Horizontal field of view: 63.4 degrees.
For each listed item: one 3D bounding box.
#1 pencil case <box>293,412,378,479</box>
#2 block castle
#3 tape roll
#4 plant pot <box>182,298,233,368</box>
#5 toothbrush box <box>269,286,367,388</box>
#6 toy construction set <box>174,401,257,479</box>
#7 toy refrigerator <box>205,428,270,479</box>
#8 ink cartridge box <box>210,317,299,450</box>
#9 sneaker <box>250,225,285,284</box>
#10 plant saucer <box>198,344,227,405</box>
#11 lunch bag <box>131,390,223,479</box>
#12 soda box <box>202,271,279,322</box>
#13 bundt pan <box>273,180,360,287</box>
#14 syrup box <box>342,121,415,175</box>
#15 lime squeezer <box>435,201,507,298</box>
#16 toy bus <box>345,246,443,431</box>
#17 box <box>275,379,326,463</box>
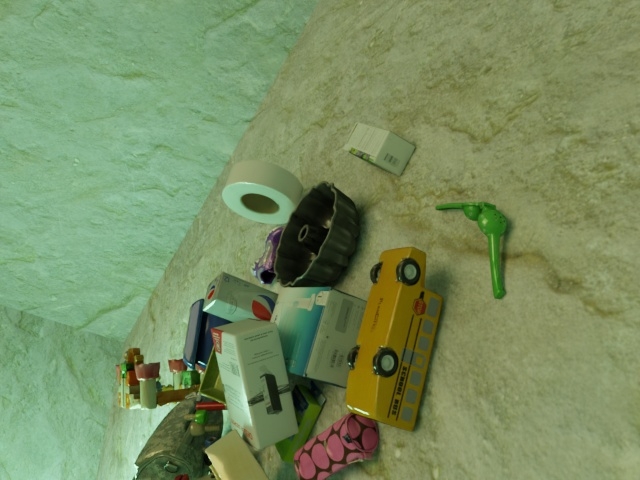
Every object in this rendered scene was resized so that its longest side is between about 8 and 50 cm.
[{"bbox_3d":[0.029,0.442,1.079,0.209,0.095,0.098,-49,49,36],"label":"pencil case"},{"bbox_3d":[-0.598,0.508,1.978,0.453,0.302,0.213,-22,70,57],"label":"block castle"},{"bbox_3d":[-0.208,-0.171,1.889,0.286,0.286,0.100,-29,42,53],"label":"tape roll"},{"bbox_3d":[-0.317,0.309,1.640,0.236,0.212,0.236,130,146,-69],"label":"plant pot"},{"bbox_3d":[-0.026,0.238,1.326,0.295,0.126,0.217,-11,59,60],"label":"toothbrush box"},{"bbox_3d":[-0.230,0.581,1.363,0.237,0.257,0.309,-7,70,11],"label":"toy construction set"},{"bbox_3d":[-0.154,0.567,1.157,0.094,0.102,0.269,-30,45,-21],"label":"toy refrigerator"},{"bbox_3d":[-0.165,0.342,1.275,0.197,0.114,0.273,-7,94,62],"label":"ink cartridge box"},{"bbox_3d":[-0.162,0.061,1.823,0.236,0.095,0.105,-61,31,21],"label":"sneaker"},{"bbox_3d":[-0.244,0.360,1.454,0.188,0.045,0.188,3,71,43],"label":"plant saucer"},{"bbox_3d":[-0.413,0.631,1.545,0.256,0.212,0.305,-62,3,22],"label":"lunch bag"},{"bbox_3d":[-0.184,0.194,1.490,0.098,0.286,0.091,-38,36,43],"label":"soda box"},{"bbox_3d":[0.000,0.000,1.500,0.331,0.124,0.331,-46,31,38],"label":"bundt pan"},{"bbox_3d":[0.159,-0.261,1.459,0.096,0.093,0.237,-62,24,7],"label":"syrup box"},{"bbox_3d":[0.309,-0.028,1.010,0.310,0.058,0.110,-108,18,-54],"label":"lime squeezer"},{"bbox_3d":[0.149,0.185,1.018,0.108,0.130,0.333,-15,54,61],"label":"toy bus"},{"bbox_3d":[-0.057,0.447,1.298,0.178,0.042,0.109,-65,25,3],"label":"box"}]
